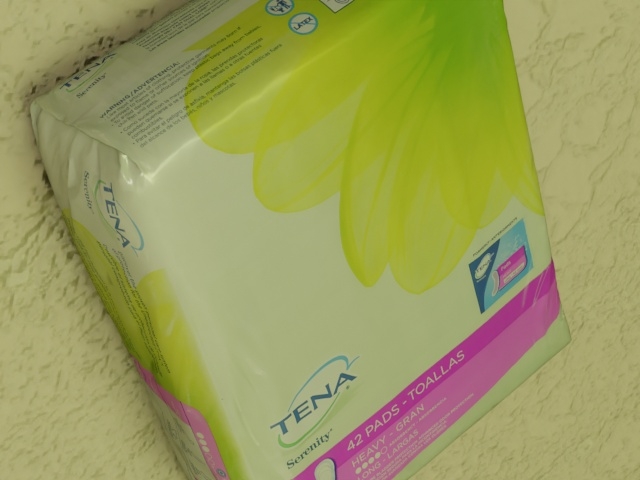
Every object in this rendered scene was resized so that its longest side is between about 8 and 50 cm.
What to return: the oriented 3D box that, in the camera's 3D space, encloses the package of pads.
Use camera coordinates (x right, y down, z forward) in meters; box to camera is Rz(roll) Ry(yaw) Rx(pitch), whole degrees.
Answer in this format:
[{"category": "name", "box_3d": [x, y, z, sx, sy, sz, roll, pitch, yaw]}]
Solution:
[{"category": "package of pads", "box_3d": [0.000, 0.000, 0.899, 0.229, 0.101, 0.296, -36, 133, -22]}]
